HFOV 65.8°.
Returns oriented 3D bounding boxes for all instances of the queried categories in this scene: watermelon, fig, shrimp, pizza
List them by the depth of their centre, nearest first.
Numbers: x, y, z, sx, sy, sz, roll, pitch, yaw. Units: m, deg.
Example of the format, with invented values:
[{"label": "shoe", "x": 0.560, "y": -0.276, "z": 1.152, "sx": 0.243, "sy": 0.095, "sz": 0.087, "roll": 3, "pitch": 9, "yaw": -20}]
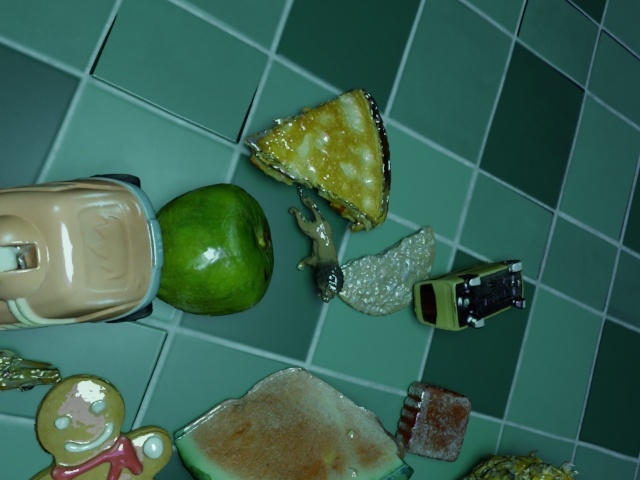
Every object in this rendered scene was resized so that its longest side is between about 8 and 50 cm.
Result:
[{"label": "shrimp", "x": -0.476, "y": 0.142, "z": 0.621, "sx": 0.287, "sy": 0.063, "sz": 0.152, "roll": 13, "pitch": 126, "yaw": -29}, {"label": "fig", "x": -0.200, "y": 0.028, "z": 0.750, "sx": 0.235, "sy": 0.203, "sz": 0.203, "roll": -15, "pitch": 97, "yaw": 13}, {"label": "watermelon", "x": -0.012, "y": 0.368, "z": 0.782, "sx": 0.292, "sy": 0.222, "sz": 0.319, "roll": -35, "pitch": 103, "yaw": -26}, {"label": "pizza", "x": 0.021, "y": -0.120, "z": 0.863, "sx": 0.288, "sy": 0.074, "sz": 0.251, "roll": -28, "pitch": 95, "yaw": -30}]

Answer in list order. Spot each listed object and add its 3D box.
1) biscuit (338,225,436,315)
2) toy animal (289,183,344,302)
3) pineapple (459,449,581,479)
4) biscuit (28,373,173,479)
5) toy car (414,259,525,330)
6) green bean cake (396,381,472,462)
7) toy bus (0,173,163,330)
[{"label": "biscuit", "x": 0.139, "y": 0.072, "z": 0.955, "sx": 0.250, "sy": 0.032, "sz": 0.133, "roll": -24, "pitch": 100, "yaw": -24}, {"label": "toy animal", "x": -0.008, "y": 0.002, "z": 0.871, "sx": 0.069, "sy": 0.086, "sz": 0.219, "roll": -14, "pitch": 77, "yaw": -27}, {"label": "pineapple", "x": 0.399, "y": 0.573, "z": 0.899, "sx": 0.300, "sy": 0.352, "sz": 0.352, "roll": 36, "pitch": 75, "yaw": -15}, {"label": "biscuit", "x": -0.320, "y": 0.364, "z": 0.729, "sx": 0.216, "sy": 0.047, "sz": 0.339, "roll": -14, "pitch": 95, "yaw": -26}, {"label": "toy car", "x": 0.301, "y": 0.101, "z": 0.981, "sx": 0.257, "sy": 0.124, "sz": 0.101, "roll": -10, "pitch": 96, "yaw": -41}, {"label": "green bean cake", "x": 0.222, "y": 0.357, "z": 0.975, "sx": 0.135, "sy": 0.056, "sz": 0.135, "roll": 22, "pitch": 80, "yaw": -24}, {"label": "toy bus", "x": -0.344, "y": 0.023, "z": 0.590, "sx": 0.288, "sy": 0.232, "sz": 0.194, "roll": -5, "pitch": 94, "yaw": 10}]
